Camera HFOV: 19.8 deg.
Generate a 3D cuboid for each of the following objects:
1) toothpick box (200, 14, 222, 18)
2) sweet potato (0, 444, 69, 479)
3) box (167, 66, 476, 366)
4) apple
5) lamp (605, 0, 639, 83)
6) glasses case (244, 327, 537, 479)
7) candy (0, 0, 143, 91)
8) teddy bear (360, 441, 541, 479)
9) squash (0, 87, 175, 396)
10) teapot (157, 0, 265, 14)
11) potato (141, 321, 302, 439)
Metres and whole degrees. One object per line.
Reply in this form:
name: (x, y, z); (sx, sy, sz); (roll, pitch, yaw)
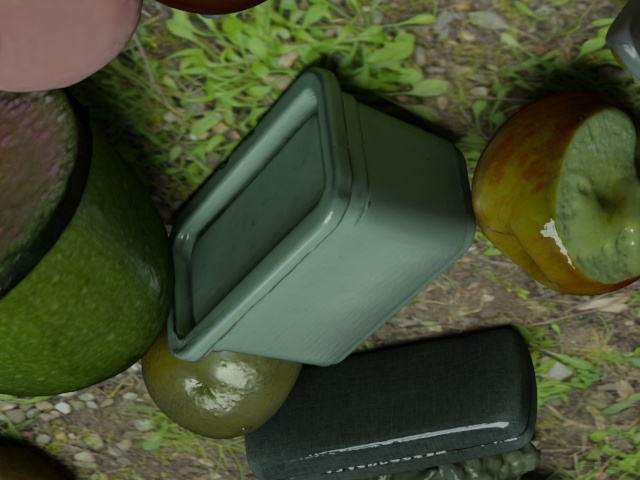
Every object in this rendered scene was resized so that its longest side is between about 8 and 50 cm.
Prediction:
toothpick box: (-0.102, -0.233, 1.547); (0.052, 0.052, 0.083); (-16, 136, 22)
sweet potato: (-0.369, 0.290, 2.207); (0.112, 0.085, 0.286); (14, 170, 46)
box: (0.000, 0.000, 1.749); (0.182, 0.175, 0.312); (16, 140, -29)
apple: (0.233, -0.046, 1.664); (0.173, 0.160, 0.195); (-45, 120, -5)
lamp: (0.417, -0.142, 1.532); (0.301, 0.247, 0.247); (37, 92, -20)
glasses case: (0.074, 0.185, 1.993); (0.323, 0.131, 0.074); (-12, 142, 18)
candy: (-0.263, -0.226, 1.533); (0.255, 0.094, 0.255); (2, 141, 1)
teddy bear: (0.123, 0.359, 2.156); (0.357, 0.224, 0.367); (-11, 139, -5)
squash: (-0.277, 0.040, 1.708); (0.310, 0.310, 0.309); (-14, 140, 20)
teapot: (-0.103, -0.280, 1.443); (0.252, 0.135, 0.178); (33, 100, -8)
potato: (-0.092, 0.124, 1.935); (0.194, 0.157, 0.157); (-38, 127, 23)
